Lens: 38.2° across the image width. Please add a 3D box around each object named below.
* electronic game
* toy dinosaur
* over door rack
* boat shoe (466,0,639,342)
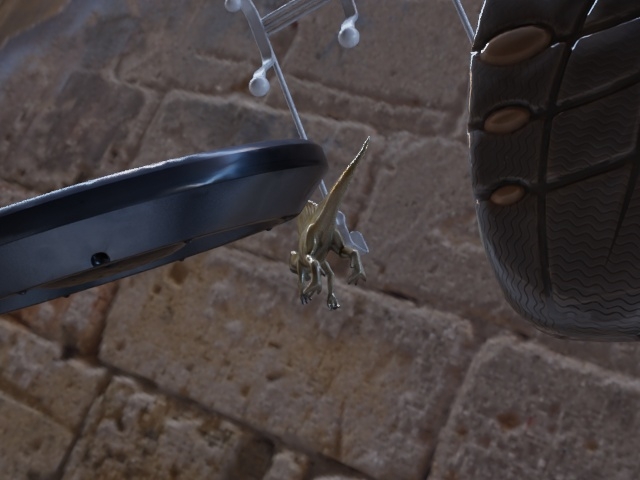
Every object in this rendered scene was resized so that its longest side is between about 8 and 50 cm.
[{"bbox_3d":[-0.106,-0.005,0.452,0.229,0.048,0.229,-18,-1,0],"label":"electronic game"},{"bbox_3d":[0.000,0.000,0.785,0.053,0.092,0.183,-4,-33,-25],"label":"toy dinosaur"},{"bbox_3d":[0.060,-0.169,0.970,0.239,0.324,0.108,-25,-2,19],"label":"over door rack"},{"bbox_3d":[0.161,-0.112,0.402,0.132,0.355,0.130,7,-23,31],"label":"boat shoe"}]
